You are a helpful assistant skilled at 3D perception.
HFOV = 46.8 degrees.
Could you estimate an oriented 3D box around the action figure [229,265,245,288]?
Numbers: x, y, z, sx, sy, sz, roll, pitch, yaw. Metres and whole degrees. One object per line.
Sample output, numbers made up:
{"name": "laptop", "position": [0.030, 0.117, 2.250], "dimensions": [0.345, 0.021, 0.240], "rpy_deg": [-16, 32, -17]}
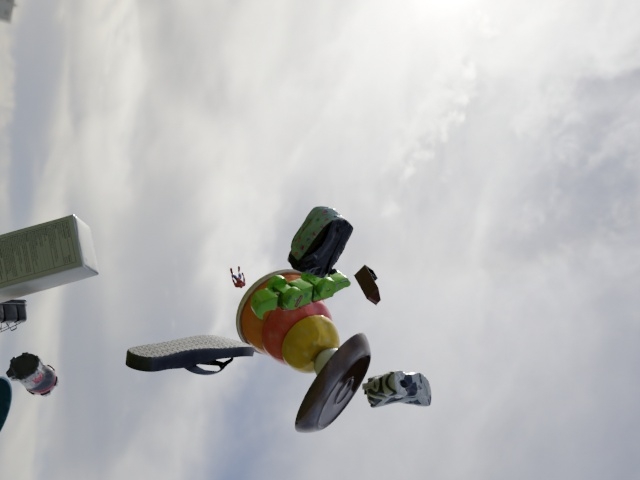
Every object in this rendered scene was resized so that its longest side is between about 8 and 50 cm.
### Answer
{"name": "action figure", "position": [-0.236, 0.107, 2.119], "dimensions": [0.115, 0.038, 0.030], "rpy_deg": [-122, -153, -59]}

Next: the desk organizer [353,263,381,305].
{"name": "desk organizer", "position": [0.151, 0.133, 2.242], "dimensions": [0.050, 0.047, 0.130], "rpy_deg": [-46, -146, 13]}

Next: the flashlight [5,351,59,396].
{"name": "flashlight", "position": [-0.850, 0.396, 2.207], "dimensions": [0.304, 0.103, 0.103], "rpy_deg": [121, -21, -65]}

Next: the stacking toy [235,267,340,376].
{"name": "stacking toy", "position": [-0.055, 0.338, 2.520], "dimensions": [0.480, 0.350, 0.351], "rpy_deg": [42, -61, 53]}

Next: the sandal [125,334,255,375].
{"name": "sandal", "position": [-0.229, 0.208, 1.304], "dimensions": [0.097, 0.254, 0.055], "rpy_deg": [13, -81, 45]}

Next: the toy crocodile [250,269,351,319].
{"name": "toy crocodile", "position": [-0.056, 0.159, 2.268], "dimensions": [0.115, 0.340, 0.105], "rpy_deg": [31, -55, 43]}

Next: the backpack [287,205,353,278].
{"name": "backpack", "position": [0.000, 0.000, 1.986], "dimensions": [0.115, 0.152, 0.182], "rpy_deg": [42, -72, 38]}

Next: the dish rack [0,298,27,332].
{"name": "dish rack", "position": [-1.006, 0.249, 2.139], "dimensions": [0.271, 0.208, 0.074], "rpy_deg": [-24, -105, 19]}

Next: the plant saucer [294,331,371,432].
{"name": "plant saucer", "position": [0.046, 0.384, 1.942], "dimensions": [0.050, 0.310, 0.311], "rpy_deg": [31, -66, 21]}

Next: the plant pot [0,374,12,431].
{"name": "plant pot", "position": [-0.996, 0.431, 1.922], "dimensions": [0.271, 0.255, 0.272], "rpy_deg": [21, 90, -81]}

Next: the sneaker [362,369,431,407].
{"name": "sneaker", "position": [0.207, 0.428, 2.110], "dimensions": [0.153, 0.235, 0.094], "rpy_deg": [-14, -110, 34]}

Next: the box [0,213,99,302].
{"name": "box", "position": [-0.742, 0.053, 1.881], "dimensions": [0.121, 0.311, 0.148], "rpy_deg": [80, -4, -74]}
